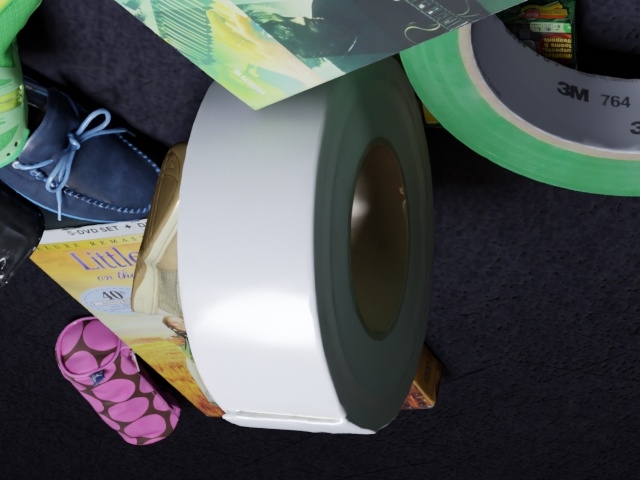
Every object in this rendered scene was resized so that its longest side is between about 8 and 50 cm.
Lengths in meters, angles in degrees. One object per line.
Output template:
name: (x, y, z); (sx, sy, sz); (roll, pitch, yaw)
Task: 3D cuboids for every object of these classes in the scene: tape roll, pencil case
tape roll: (0.212, -0.156, 0.877); (0.321, 0.077, 0.321); (6, 144, 4)
pencil case: (-0.240, 0.175, 1.643); (0.098, 0.095, 0.209); (-16, 147, 7)
tape roll: (0.000, 0.000, 0.993); (0.100, 0.286, 0.286); (1, 148, 20)

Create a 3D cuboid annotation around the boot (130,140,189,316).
boot: (-0.053, 0.014, 1.167); (0.203, 0.095, 0.262); (14, 150, -7)

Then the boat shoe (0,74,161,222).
boat shoe: (-0.252, -0.086, 1.174); (0.258, 0.109, 0.089); (21, 160, -19)

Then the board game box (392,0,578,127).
board game box: (0.069, -0.137, 1.048); (0.260, 0.030, 0.136); (4, 151, 15)

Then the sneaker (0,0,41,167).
sneaker: (-0.281, -0.129, 1.061); (0.123, 0.109, 0.295); (10, 127, -45)

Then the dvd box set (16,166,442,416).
dvd box set: (-0.088, 0.067, 1.419); (0.307, 0.062, 0.420); (-6, 145, 26)

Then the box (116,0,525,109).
box: (0.005, -0.195, 0.726); (0.322, 0.058, 0.232); (-16, 140, 40)

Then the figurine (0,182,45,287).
figurine: (-0.379, -0.066, 1.231); (0.209, 0.092, 0.215); (44, 170, -33)
